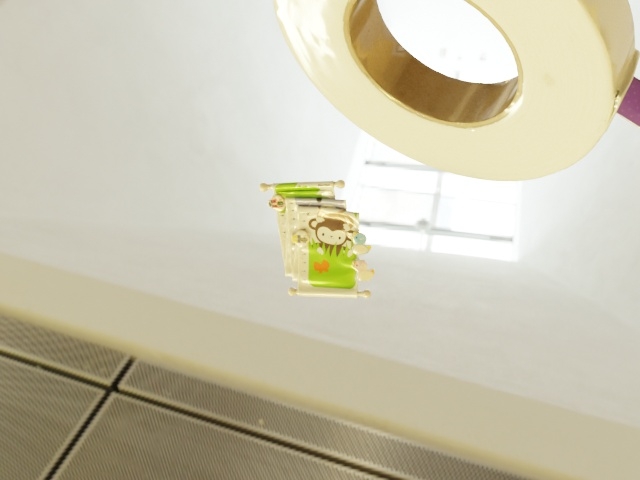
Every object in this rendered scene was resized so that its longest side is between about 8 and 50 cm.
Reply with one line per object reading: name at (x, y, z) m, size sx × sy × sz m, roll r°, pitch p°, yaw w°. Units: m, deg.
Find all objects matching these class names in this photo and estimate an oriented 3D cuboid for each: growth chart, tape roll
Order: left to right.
growth chart at (0.000, 0.000, 1.420) m, size 0.172 × 0.237 × 0.021 m, roll -7°, pitch -158°, yaw 13°
tape roll at (0.131, -0.214, 0.867) m, size 0.392 × 0.392 × 0.072 m, roll 20°, pitch -117°, yaw 23°

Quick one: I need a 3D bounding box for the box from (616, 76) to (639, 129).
box at (0.505, -0.176, 1.205) m, size 0.293 × 0.057 × 0.201 m, roll 33°, pitch -164°, yaw 1°
